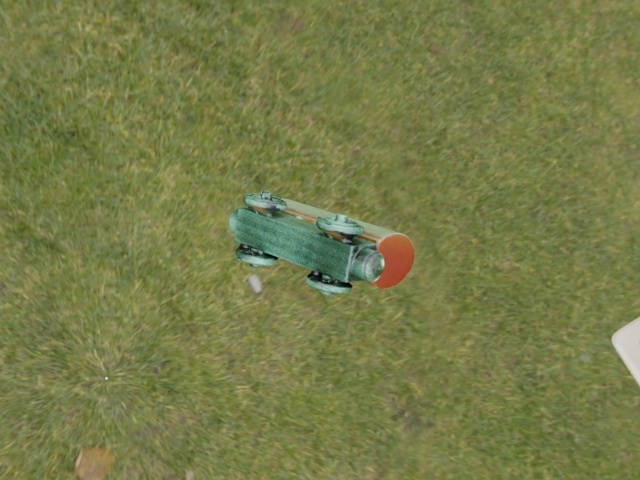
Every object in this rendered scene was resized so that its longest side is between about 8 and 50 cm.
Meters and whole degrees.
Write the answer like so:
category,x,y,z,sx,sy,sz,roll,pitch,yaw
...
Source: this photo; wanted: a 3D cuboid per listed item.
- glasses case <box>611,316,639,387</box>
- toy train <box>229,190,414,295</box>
category,x,y,z,sx,sy,sz,roll,pitch,yaw
glasses case,0.629,0.261,1.486,0.144,0.336,0.076,-35,134,12
toy train,0.000,0.000,1.298,0.177,0.285,0.116,-1,103,-46
